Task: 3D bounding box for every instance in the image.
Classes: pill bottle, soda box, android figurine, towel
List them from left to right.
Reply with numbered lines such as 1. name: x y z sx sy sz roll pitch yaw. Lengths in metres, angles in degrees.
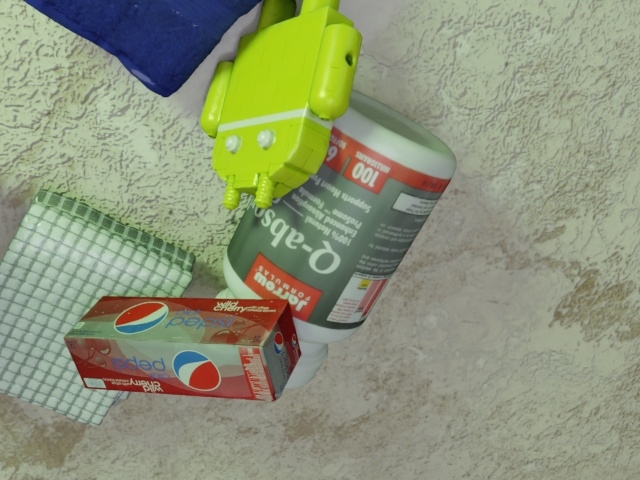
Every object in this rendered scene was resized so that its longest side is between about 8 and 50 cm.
1. towel: -0.336 0.096 0.919 0.235 0.121 0.284 27 108 -21
2. towel: -0.165 -0.324 0.718 0.308 0.076 0.227 -36 128 28
3. soda box: -0.162 0.125 0.790 0.263 0.092 0.084 0 119 20
4. android figurine: -0.052 -0.164 0.758 0.056 0.248 0.273 22 79 -40
5. pill bottle: 0.000 0.000 0.863 0.210 0.210 0.363 22 111 -17
